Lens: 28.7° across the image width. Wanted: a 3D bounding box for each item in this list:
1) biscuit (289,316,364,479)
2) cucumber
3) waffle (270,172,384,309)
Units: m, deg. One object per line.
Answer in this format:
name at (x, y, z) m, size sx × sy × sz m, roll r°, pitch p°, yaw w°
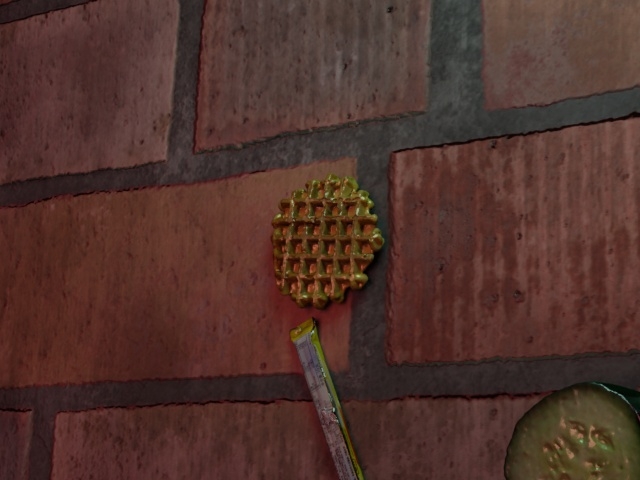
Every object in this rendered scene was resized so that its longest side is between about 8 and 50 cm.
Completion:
biscuit at (0.014, 0.235, 1.621) m, size 0.048 × 0.026 × 0.292 m, roll -31°, pitch 62°, yaw 24°
cucumber at (0.307, 0.244, 1.387) m, size 0.191 × 0.130 × 0.191 m, roll -12°, pitch 69°, yaw 33°
waffle at (0.004, 0.001, 1.688) m, size 0.191 × 0.038 × 0.191 m, roll -10°, pitch 70°, yaw 28°
